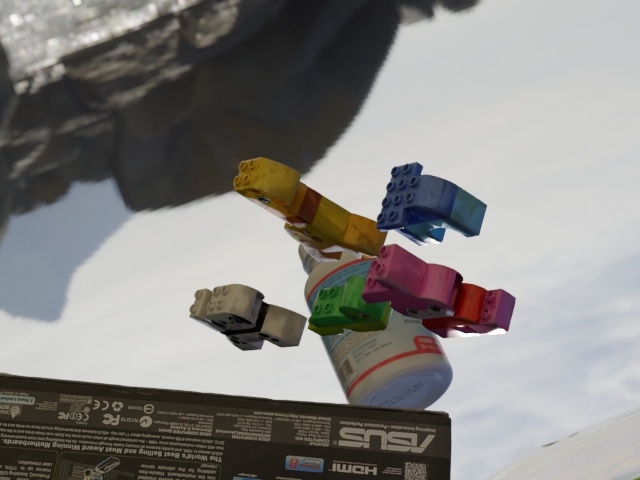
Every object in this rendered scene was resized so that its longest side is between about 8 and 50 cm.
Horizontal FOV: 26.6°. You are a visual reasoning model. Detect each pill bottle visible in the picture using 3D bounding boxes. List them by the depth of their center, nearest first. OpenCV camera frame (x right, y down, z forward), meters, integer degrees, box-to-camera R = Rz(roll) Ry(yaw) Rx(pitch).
[{"bbox_3d":[0.039,0.061,1.097,0.087,0.160,0.087,-17,148,-11],"label":"pill bottle"}]

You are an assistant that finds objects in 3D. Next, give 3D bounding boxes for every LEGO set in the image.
[{"bbox_3d":[0.000,0.000,0.743,0.227,0.093,0.087,-11,-125,51],"label":"LEGO set"}]

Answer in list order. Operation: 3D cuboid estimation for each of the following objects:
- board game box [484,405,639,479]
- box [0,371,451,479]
[{"bbox_3d":[0.194,0.097,0.561,0.347,0.078,0.233,-30,172,32],"label":"board game box"},{"bbox_3d":[-0.113,0.256,0.905,0.395,0.318,0.097,4,148,0],"label":"box"}]
